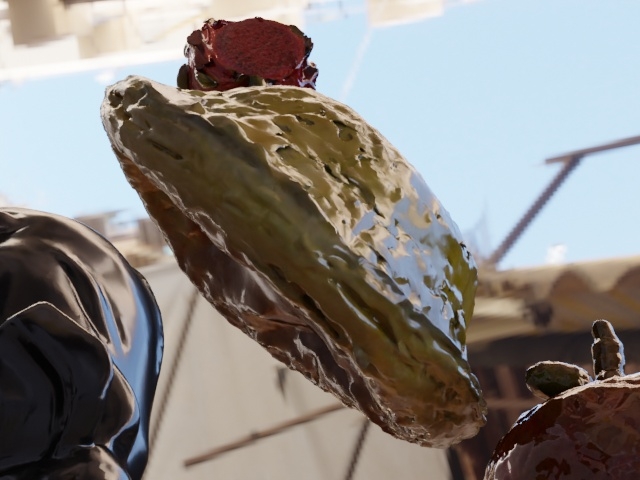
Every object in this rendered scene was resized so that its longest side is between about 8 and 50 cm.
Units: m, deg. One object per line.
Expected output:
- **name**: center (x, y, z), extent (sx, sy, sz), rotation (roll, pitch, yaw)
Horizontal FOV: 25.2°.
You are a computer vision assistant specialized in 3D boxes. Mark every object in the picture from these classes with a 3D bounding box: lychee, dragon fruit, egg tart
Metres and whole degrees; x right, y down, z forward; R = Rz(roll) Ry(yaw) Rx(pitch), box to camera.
- **lychee**: center (0.239, 0.188, 1.023), extent (0.255, 0.255, 0.300), rotation (136, -54, -58)
- **dragon fruit**: center (-0.062, -0.160, 1.505), extent (0.150, 0.208, 0.133), rotation (-24, -125, 19)
- **egg tart**: center (0.000, 0.000, 1.255), extent (0.443, 0.178, 0.443), rotation (41, -12, 11)

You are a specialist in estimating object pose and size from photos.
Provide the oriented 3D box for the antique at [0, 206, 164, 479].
- **antique**: center (-0.211, 0.093, 0.794), extent (0.322, 0.255, 0.185), rotation (-84, 178, -51)
